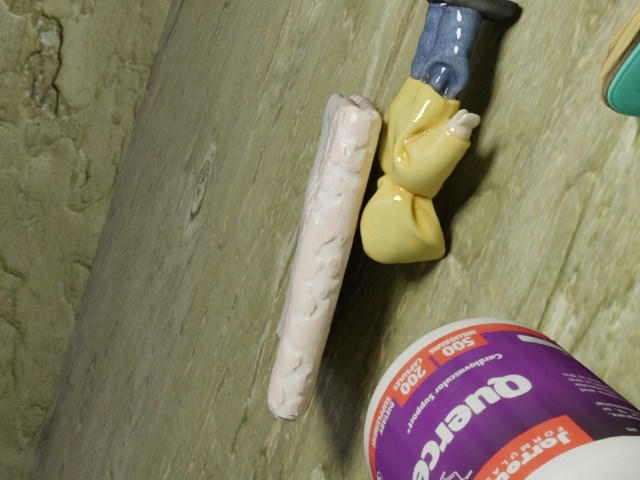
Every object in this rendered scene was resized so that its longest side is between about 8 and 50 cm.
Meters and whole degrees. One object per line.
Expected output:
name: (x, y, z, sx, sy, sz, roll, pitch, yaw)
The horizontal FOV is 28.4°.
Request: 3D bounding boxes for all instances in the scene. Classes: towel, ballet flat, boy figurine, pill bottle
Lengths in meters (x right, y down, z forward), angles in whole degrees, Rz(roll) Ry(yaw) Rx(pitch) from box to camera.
towel: (0.000, 0.000, 1.418, 0.317, 0.053, 0.331, -95, 18, -79)
ballet flat: (0.270, -0.183, 0.903, 0.232, 0.080, 0.073, -52, 18, 48)
boy figurine: (0.112, -0.109, 1.254, 0.177, 0.092, 0.285, -146, 68, -71)
pill bottle: (0.156, 0.182, 0.846, 0.323, 0.181, 0.181, -135, 58, -68)

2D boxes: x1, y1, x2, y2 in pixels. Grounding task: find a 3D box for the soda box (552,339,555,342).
soda box: (0.145, 0.153, 1.083, 0.060, 0.053, 0.169, -99, 29, -44)
